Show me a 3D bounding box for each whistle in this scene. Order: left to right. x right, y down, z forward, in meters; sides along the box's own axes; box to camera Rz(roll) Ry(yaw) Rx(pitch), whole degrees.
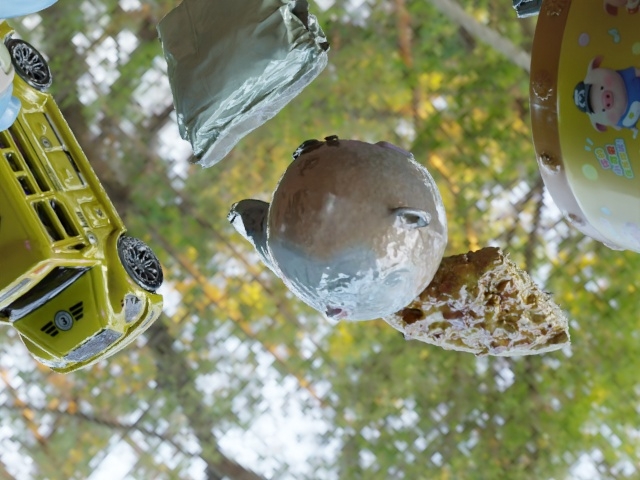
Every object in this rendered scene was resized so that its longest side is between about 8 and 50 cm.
[{"bbox_3d":[0.000,0.000,1.490,0.189,0.189,0.348,-54,-158,-23],"label":"whistle"}]

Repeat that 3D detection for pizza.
[{"bbox_3d":[0.232,0.097,2.270,0.226,0.335,0.086,105,-1,-51],"label":"pizza"}]

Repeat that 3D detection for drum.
[{"bbox_3d":[0.421,-0.175,1.524,0.214,0.431,0.431,15,-120,46],"label":"drum"}]

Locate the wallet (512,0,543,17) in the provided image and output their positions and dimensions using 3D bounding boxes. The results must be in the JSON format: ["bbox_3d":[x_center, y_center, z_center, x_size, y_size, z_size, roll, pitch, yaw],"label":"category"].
[{"bbox_3d":[0.264,-0.346,1.838,0.026,0.129,0.088,-6,-176,-25],"label":"wallet"}]

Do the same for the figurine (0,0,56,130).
[{"bbox_3d":[-0.274,-0.174,0.995,0.180,0.262,0.153,-39,-162,-30],"label":"figurine"}]

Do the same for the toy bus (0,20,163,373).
[{"bbox_3d":[-0.289,-0.035,1.361,0.145,0.331,0.151,-34,171,24],"label":"toy bus"}]

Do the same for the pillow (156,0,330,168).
[{"bbox_3d":[-0.130,-0.308,2.277,0.310,0.138,0.283,-38,-121,29],"label":"pillow"}]
